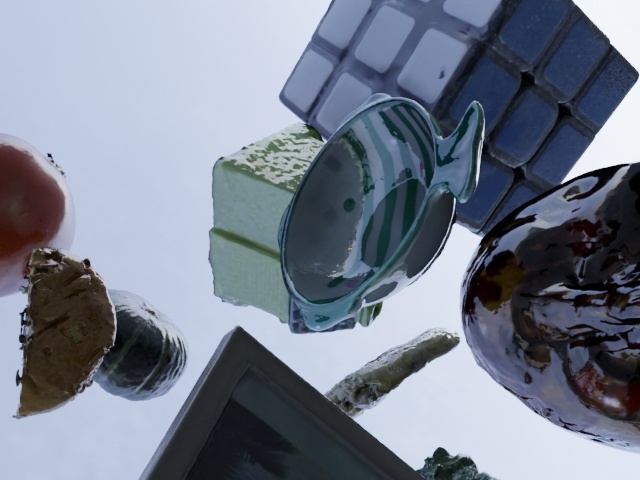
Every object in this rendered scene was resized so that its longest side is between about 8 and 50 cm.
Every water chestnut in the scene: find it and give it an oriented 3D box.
[{"bbox_3d":[0.271,0.052,0.624,0.289,0.289,0.244,-54,-27,-35],"label":"water chestnut"}]

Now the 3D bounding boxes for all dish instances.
[{"bbox_3d":[0.061,-0.023,0.583,0.078,0.246,0.224,27,-118,-29],"label":"dish"}]

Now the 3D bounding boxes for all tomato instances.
[{"bbox_3d":[-0.618,-0.040,1.271,0.321,0.321,0.322,11,-108,-38],"label":"tomato"}]

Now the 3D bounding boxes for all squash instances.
[{"bbox_3d":[-0.390,0.209,1.398,0.252,0.252,0.165,35,-89,-29],"label":"squash"}]

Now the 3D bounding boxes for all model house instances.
[{"bbox_3d":[0.000,0.000,0.799,0.195,0.189,0.214,-29,-46,-45],"label":"model house"}]

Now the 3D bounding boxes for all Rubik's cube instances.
[{"bbox_3d":[0.182,-0.214,0.945,0.305,0.304,0.301,19,-71,-44],"label":"Rubik's cube"}]

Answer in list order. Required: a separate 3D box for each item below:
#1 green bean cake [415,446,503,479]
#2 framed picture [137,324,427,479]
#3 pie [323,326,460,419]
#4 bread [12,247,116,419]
[{"bbox_3d":[0.245,0.454,1.028,0.169,0.300,0.308,-38,-30,-14],"label":"green bean cake"},{"bbox_3d":[0.027,0.218,0.313,0.315,0.024,0.232,42,-136,-15],"label":"framed picture"},{"bbox_3d":[0.110,0.255,1.279,0.339,0.339,0.077,-24,-107,-41],"label":"pie"},{"bbox_3d":[-0.404,0.148,1.086,0.147,0.160,0.261,3,-110,-22],"label":"bread"}]
